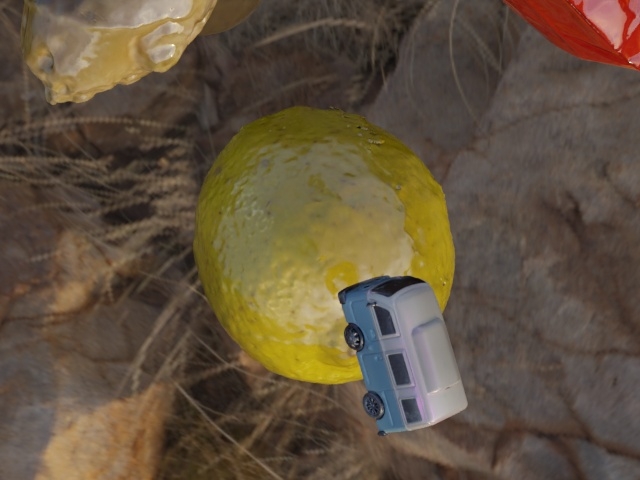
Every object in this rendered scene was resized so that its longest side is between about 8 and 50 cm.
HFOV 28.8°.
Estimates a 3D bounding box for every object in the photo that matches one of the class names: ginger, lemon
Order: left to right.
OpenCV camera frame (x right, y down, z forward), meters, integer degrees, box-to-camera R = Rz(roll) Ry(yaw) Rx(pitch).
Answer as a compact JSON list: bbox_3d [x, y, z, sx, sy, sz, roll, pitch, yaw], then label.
[{"bbox_3d":[-0.075,-0.144,0.477,0.095,0.069,0.190,7,101,1],"label":"ginger"},{"bbox_3d":[0.000,0.000,1.223,0.253,0.253,0.310,-23,49,0],"label":"lemon"}]

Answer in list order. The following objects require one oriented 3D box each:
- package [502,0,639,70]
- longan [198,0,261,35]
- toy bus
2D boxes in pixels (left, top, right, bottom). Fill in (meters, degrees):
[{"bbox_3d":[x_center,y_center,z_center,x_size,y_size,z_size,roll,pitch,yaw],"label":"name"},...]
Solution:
[{"bbox_3d":[0.322,-0.386,1.745,0.196,0.423,0.123,27,85,52],"label":"package"},{"bbox_3d":[-0.171,-0.367,1.662,0.220,0.196,0.196,0,74,-23],"label":"longan"},{"bbox_3d":[0.068,0.088,0.990,0.060,0.075,0.123,-18,92,-40],"label":"toy bus"}]
